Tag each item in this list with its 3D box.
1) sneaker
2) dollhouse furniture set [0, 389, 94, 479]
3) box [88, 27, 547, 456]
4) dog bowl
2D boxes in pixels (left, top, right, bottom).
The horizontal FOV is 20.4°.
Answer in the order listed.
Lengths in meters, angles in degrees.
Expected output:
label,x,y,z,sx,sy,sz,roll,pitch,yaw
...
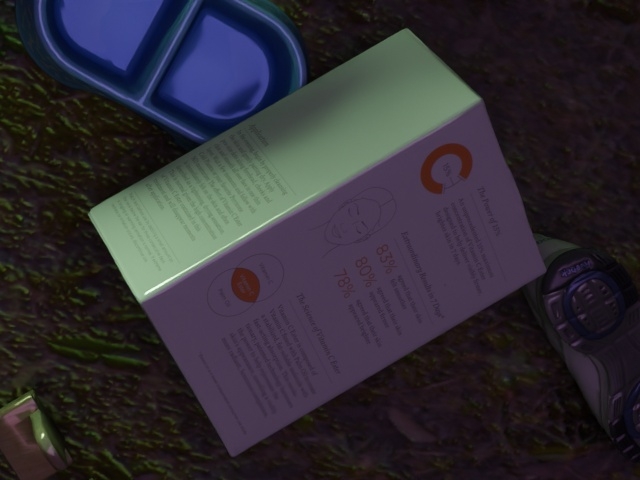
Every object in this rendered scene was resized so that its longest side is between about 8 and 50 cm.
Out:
label,x,y,z,sx,sy,sz,roll,pitch,yaw
sneaker,0.285,0.100,1.771,0.111,0.129,0.297,-34,121,-6
dollhouse furniture set,-0.342,0.363,1.652,0.355,0.174,0.303,-31,102,-5
box,0.000,0.000,1.631,0.345,0.168,0.215,-30,128,-6
dog bowl,-0.141,-0.185,1.661,0.297,0.074,0.166,28,92,-14
